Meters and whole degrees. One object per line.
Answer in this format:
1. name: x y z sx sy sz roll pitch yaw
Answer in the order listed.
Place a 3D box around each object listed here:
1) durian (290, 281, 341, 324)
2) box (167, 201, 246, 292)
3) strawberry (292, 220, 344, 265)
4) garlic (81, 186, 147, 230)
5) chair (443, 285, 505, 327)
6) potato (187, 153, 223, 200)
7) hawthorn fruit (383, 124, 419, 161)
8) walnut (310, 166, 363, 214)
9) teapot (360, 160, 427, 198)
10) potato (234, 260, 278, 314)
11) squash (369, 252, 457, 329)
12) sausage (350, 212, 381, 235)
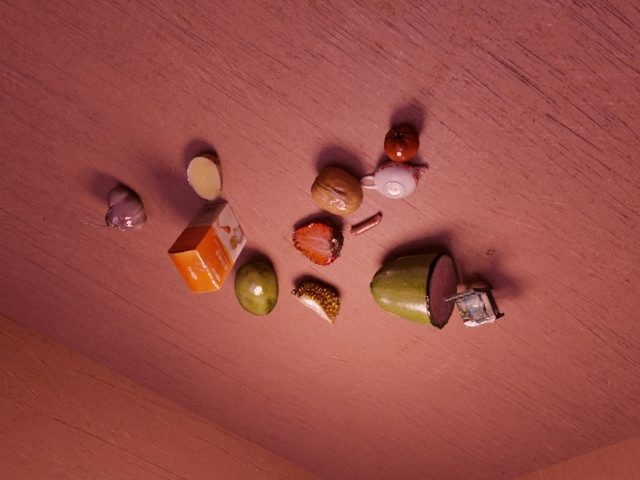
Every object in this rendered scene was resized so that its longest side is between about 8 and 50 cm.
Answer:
1. durian: -0.017 0.270 2.124 0.250 0.183 0.138 29 94 -4
2. box: -0.467 0.026 1.913 0.143 0.341 0.225 -6 126 22
3. strawberry: 0.000 0.000 1.917 0.236 0.111 0.190 15 105 33
4. garlic: -0.925 -0.122 2.038 0.257 0.207 0.207 -18 130 -17
5. chair: 0.625 0.272 1.830 0.136 0.270 0.147 -26 74 31
6. potato: -0.452 -0.264 1.849 0.164 0.081 0.200 18 128 12
7. hawthorn fruit: 0.285 -0.325 1.554 0.125 0.125 0.140 -25 113 31
8. walnut: 0.066 -0.184 1.708 0.197 0.165 0.165 25 131 -4
9. teapot: 0.262 -0.219 1.667 0.245 0.116 0.159 5 152 19
10. potato: -0.296 0.225 2.118 0.216 0.216 0.304 4 139 13
11. squash: 0.370 0.196 1.884 0.309 0.310 0.310 2 131 38
12. sausage: 0.188 -0.060 1.852 0.158 0.036 0.042 -31 126 33
